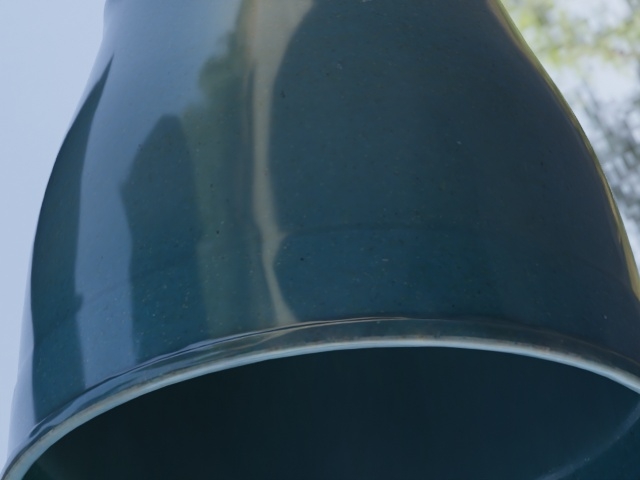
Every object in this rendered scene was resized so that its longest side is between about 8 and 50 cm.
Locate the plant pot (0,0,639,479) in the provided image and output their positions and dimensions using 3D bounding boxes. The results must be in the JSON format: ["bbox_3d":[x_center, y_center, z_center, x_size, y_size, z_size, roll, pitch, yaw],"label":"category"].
[{"bbox_3d":[0.000,0.000,0.775,0.271,0.272,0.255,39,-143,-48],"label":"plant pot"}]
